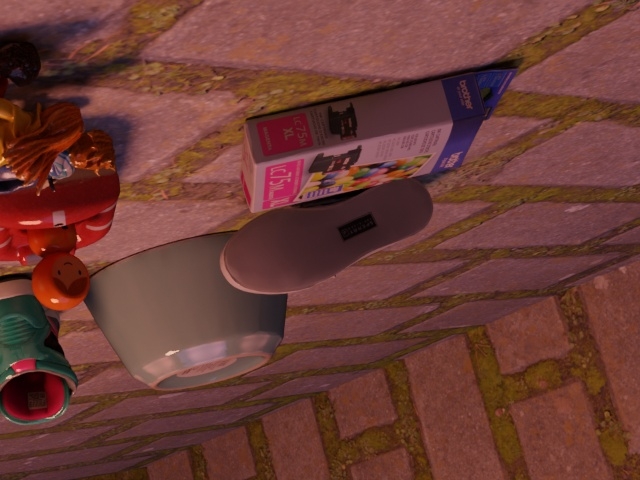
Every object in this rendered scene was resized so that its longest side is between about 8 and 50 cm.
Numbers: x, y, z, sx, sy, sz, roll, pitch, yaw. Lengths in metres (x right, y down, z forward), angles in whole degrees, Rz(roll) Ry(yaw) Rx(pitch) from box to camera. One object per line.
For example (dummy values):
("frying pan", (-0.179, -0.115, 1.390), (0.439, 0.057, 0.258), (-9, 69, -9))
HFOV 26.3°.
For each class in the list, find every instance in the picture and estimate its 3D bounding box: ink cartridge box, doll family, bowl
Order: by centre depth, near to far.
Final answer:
("doll family", (-0.267, -0.077, 1.196), (0.163, 0.118, 0.263), (-15, 166, -1))
("ink cartridge box", (0.067, -0.112, 1.548), (0.311, 0.065, 0.186), (-15, 167, -8))
("bowl", (-0.173, 0.113, 1.964), (0.311, 0.163, 0.311), (-15, 166, -4))

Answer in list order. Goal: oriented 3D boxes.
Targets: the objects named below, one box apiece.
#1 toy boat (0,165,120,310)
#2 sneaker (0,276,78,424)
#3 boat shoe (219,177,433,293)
("toy boat", (-0.277, -0.002, 1.417), (0.151, 0.151, 0.231), (-12, 166, -16))
("sneaker", (-0.400, 0.168, 1.896), (0.123, 0.178, 0.295), (-14, 166, -5))
("boat shoe", (-0.001, -0.004, 1.800), (0.306, 0.113, 0.105), (-26, 178, -26))
